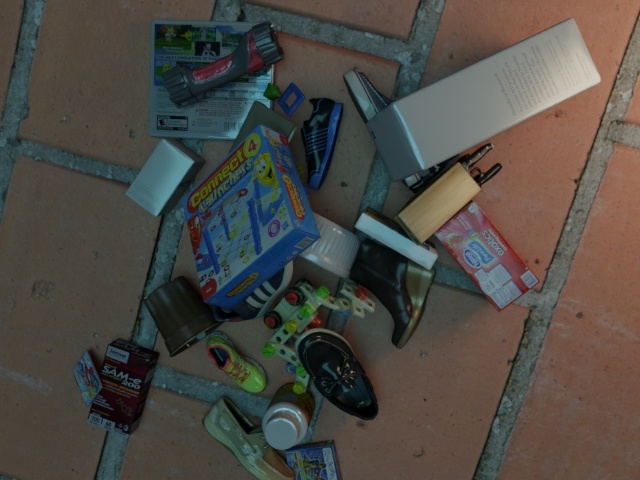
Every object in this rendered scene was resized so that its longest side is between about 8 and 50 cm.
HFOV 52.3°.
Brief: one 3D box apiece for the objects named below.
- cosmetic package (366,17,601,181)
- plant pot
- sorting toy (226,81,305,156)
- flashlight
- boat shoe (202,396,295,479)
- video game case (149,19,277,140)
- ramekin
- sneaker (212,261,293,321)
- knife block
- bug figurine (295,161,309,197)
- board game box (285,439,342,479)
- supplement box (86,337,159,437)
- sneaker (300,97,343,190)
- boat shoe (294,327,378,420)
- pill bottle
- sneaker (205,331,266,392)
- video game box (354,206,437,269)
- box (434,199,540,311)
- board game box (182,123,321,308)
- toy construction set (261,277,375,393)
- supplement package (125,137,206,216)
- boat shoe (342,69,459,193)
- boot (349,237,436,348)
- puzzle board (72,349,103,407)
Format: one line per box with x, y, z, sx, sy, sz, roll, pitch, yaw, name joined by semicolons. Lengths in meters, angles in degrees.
0.353;-0.305;1.456;0.453;0.230;0.161;-26;93;-9;cosmetic package
-0.369;0.194;1.721;0.167;0.167;0.165;-36;83;10;plant pot
-0.143;-0.230;1.613;0.196;0.047;0.347;39;105;40;sorting toy
-0.245;-0.438;1.610;0.304;0.103;0.103;-19;68;11;flashlight
-0.179;0.546;1.759;0.302;0.109;0.098;38;95;11;boat shoe
-0.281;-0.411;1.686;0.329;0.036;0.299;4;98;8;video game case
0.000;0.000;1.623;0.207;0.207;0.109;28;91;3;ramekin
-0.179;0.100;1.594;0.131;0.148;0.350;60;145;29;sneaker
0.313;-0.122;1.539;0.242;0.276;0.088;-40;90;27;knife block
-0.150;-0.105;1.646;0.279;0.072;0.216;-39;50;11;bug figurine
-0.011;0.657;1.789;0.136;0.035;0.201;-9;96;9;board game box
-0.547;0.408;1.807;0.130;0.073;0.239;18;98;6;supplement box
-0.011;-0.247;1.654;0.091;0.081;0.232;15;92;8;sneaker
0.052;0.345;1.612;0.127;0.113;0.340;-31;130;-3;boat shoe
-0.083;0.454;1.681;0.117;0.215;0.117;1;98;7;pill bottle
-0.234;0.340;1.747;0.208;0.094;0.081;41;99;-1;sneaker
0.188;-0.010;1.601;0.205;0.187;0.048;30;98;2;video game box
0.404;0.033;1.611;0.128;0.122;0.257;-40;91;10;box
-0.171;-0.053;1.490;0.308;0.086;0.302;-39;53;28;board game box
-0.023;0.219;1.661;0.215;0.151;0.327;44;107;3;toy construction set
-0.402;-0.165;1.697;0.105;0.105;0.179;37;101;2;supplement package
0.203;-0.298;1.606;0.158;0.127;0.340;-32;100;4;boat shoe
0.170;0.137;1.691;0.207;0.090;0.248;22;104;18;boot
-0.648;0.382;1.803;0.096;0.011;0.128;-50;57;24;puzzle board
